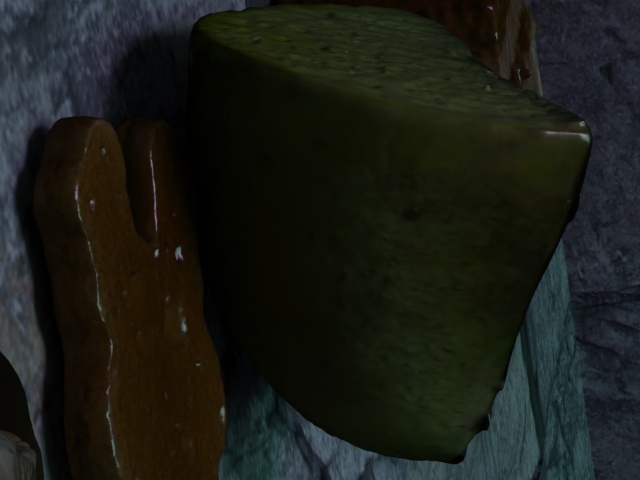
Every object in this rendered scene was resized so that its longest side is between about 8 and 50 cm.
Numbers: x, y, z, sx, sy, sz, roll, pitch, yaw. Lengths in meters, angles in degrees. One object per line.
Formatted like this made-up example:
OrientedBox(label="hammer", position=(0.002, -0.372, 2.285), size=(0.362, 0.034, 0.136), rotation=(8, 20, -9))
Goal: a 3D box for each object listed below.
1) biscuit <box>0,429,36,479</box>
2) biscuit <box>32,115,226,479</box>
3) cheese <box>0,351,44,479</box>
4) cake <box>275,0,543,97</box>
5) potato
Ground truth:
OrientedBox(label="biscuit", position=(-0.134, 0.239, 0.424), size=(0.429, 0.104, 0.446), rotation=(120, -26, -74))
OrientedBox(label="biscuit", position=(-0.103, 0.076, 0.909), size=(0.186, 0.044, 0.295), rotation=(-8, 91, -70))
OrientedBox(label="cheese", position=(-0.168, 0.063, 0.705), size=(0.086, 0.036, 0.162), rotation=(-51, 134, -64))
OrientedBox(label="cake", position=(0.094, -0.121, 1.350), size=(0.198, 0.196, 0.293), rotation=(-76, 154, -52))
OrientedBox(label="potato", position=(0.000, 0.000, 1.053), size=(0.330, 0.213, 0.280), rotation=(-124, -140, -64))
